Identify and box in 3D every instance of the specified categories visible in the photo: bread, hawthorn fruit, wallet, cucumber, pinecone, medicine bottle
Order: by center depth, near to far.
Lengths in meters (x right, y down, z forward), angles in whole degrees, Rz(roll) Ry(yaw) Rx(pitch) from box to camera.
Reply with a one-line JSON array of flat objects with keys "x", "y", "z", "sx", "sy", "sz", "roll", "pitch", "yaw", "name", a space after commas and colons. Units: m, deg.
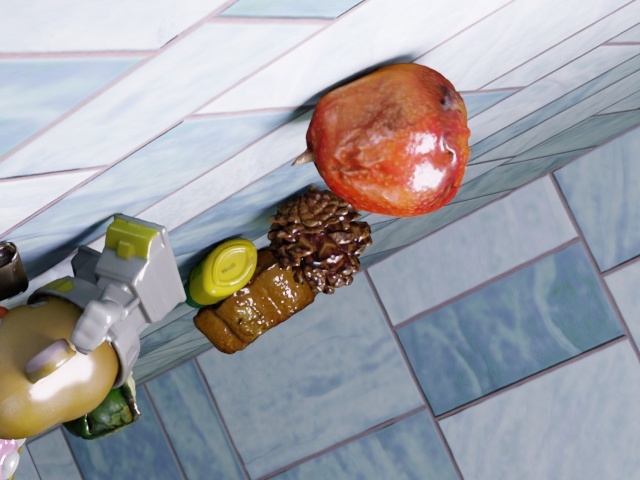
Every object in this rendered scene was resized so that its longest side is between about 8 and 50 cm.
[{"x": 0.077, "y": -0.111, "z": 1.516, "sx": 0.173, "sy": 0.179, "sz": 0.173, "roll": 24, "pitch": 90, "yaw": -86, "name": "hawthorn fruit"}, {"x": -0.391, "y": 0.049, "z": 1.595, "sx": 0.110, "sy": 0.031, "sz": 0.198, "roll": -23, "pitch": 173, "yaw": -13, "name": "wallet"}, {"x": -0.310, "y": 0.154, "z": 1.829, "sx": 0.145, "sy": 0.105, "sz": 0.325, "roll": -31, "pitch": -155, "yaw": -2, "name": "cucumber"}, {"x": 0.000, "y": 0.000, "z": 2.087, "sx": 0.173, "sy": 0.174, "sz": 0.173, "roll": -24, "pitch": 174, "yaw": -3, "name": "pinecone"}, {"x": -0.179, "y": 0.065, "z": 2.316, "sx": 0.111, "sy": 0.076, "sz": 0.309, "roll": -45, "pitch": -175, "yaw": -19, "name": "medicine bottle"}, {"x": -0.122, "y": 0.102, "z": 2.520, "sx": 0.246, "sy": 0.135, "sz": 0.232, "roll": -33, "pitch": -178, "yaw": 25, "name": "bread"}]

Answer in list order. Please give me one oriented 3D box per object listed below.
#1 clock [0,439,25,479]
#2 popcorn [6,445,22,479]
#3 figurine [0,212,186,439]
[{"x": -0.468, "y": 0.203, "z": 1.768, "sx": 0.195, "sy": 0.194, "sz": 0.100, "roll": 30, "pitch": 151, "yaw": -33, "name": "clock"}, {"x": -0.523, "y": 0.277, "z": 1.933, "sx": 0.224, "sy": 0.258, "sz": 0.270, "roll": 6, "pitch": 175, "yaw": -8, "name": "popcorn"}, {"x": -0.297, "y": 0.115, "z": 1.609, "sx": 0.285, "sy": 0.167, "sz": 0.342, "roll": -49, "pitch": 169, "yaw": -35, "name": "figurine"}]
